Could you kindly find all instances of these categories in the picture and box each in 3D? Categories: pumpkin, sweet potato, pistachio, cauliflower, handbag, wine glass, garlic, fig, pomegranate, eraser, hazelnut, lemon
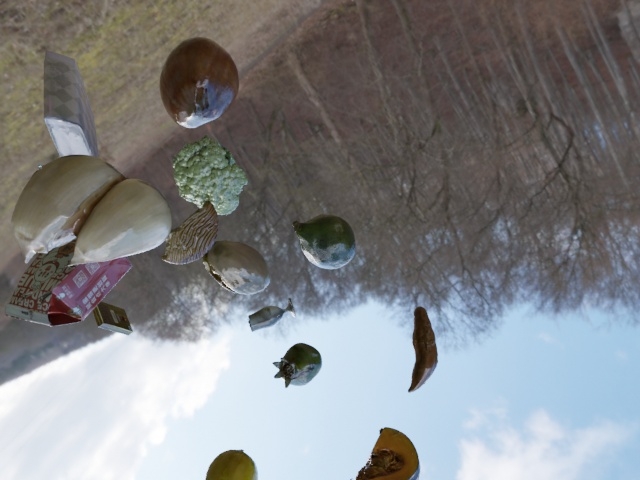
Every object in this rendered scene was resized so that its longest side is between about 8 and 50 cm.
[{"bbox_3d":[0.160,0.675,1.525,0.190,0.280,0.139,-112,-150,-49],"label":"pumpkin"},{"bbox_3d":[0.406,0.419,1.991,0.106,0.095,0.355,-4,-123,24],"label":"sweet potato"},{"bbox_3d":[-0.310,0.098,1.959,0.166,0.288,0.197,-8,-129,50],"label":"pistachio"},{"bbox_3d":[-0.382,-0.240,1.807,0.275,0.272,0.250,-47,-161,40],"label":"cauliflower"},{"bbox_3d":[-0.667,0.104,1.349,0.171,0.151,0.298,11,-133,23],"label":"handbag"},{"bbox_3d":[-0.229,0.349,2.385,0.222,0.103,0.103,-19,-166,-16],"label":"wine glass"},{"bbox_3d":[-0.510,-0.063,1.173,0.249,0.286,0.313,-37,-178,20],"label":"garlic"},{"bbox_3d":[0.000,0.000,1.736,0.195,0.244,0.196,-16,-111,46],"label":"fig"},{"bbox_3d":[-0.080,0.423,1.724,0.152,0.131,0.191,-54,159,7],"label":"pomegranate"},{"bbox_3d":[-0.706,-0.363,1.452,0.082,0.213,0.397,-15,-134,-15],"label":"eraser"},{"bbox_3d":[-0.501,-0.647,2.119,0.365,0.366,0.366,-34,-161,14],"label":"hazelnut"},{"bbox_3d":[-0.290,0.786,1.677,0.173,0.173,0.206,-35,-154,12],"label":"lemon"}]

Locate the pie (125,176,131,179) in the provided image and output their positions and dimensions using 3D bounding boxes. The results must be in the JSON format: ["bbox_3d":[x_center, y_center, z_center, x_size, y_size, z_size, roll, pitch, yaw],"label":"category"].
[{"bbox_3d":[-0.908,-0.244,2.206,0.182,0.050,0.182,-7,-174,1],"label":"pie"}]

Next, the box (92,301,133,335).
[{"bbox_3d":[-0.622,0.230,1.526,0.023,0.133,0.090,-35,-118,4],"label":"box"}]

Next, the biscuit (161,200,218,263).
[{"bbox_3d":[-0.418,-0.027,1.674,0.031,0.176,0.229,18,-90,49],"label":"biscuit"}]

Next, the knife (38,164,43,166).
[{"bbox_3d":[-1.002,-0.266,1.847,0.014,0.005,0.091,-24,-172,-14],"label":"knife"}]
